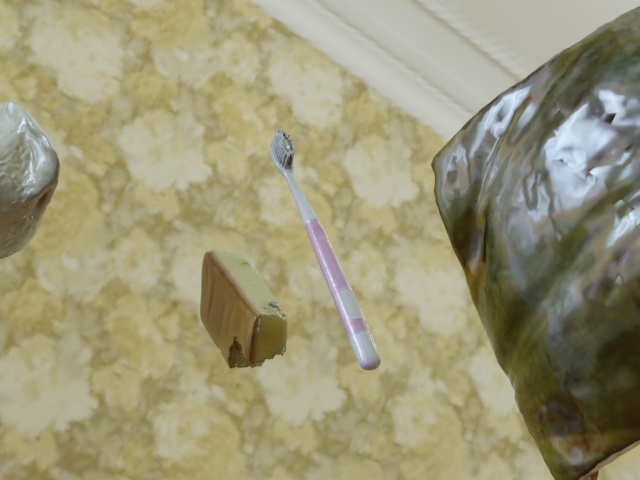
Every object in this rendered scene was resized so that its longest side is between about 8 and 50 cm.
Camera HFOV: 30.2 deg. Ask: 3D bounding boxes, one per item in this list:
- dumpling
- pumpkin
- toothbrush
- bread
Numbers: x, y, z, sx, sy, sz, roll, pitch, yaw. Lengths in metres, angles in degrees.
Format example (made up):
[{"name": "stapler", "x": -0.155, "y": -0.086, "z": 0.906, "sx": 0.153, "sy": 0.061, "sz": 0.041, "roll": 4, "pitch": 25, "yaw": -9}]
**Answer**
[{"name": "dumpling", "x": -0.353, "y": -0.064, "z": 1.211, "sx": 0.126, "sy": 0.166, "sz": 0.216, "roll": 4, "pitch": -30, "yaw": -35}, {"name": "pumpkin", "x": 0.230, "y": 0.001, "z": 0.673, "sx": 0.256, "sy": 0.225, "sz": 0.303, "roll": -40, "pitch": -24, "yaw": 26}, {"name": "toothbrush", "x": 0.000, "y": 0.000, "z": 1.051, "sx": 0.020, "sy": 0.286, "sz": 0.025, "roll": -5, "pitch": -43, "yaw": -21}, {"name": "bread", "x": -0.083, "y": 0.079, "z": 1.247, "sx": 0.049, "sy": 0.088, "sz": 0.226, "roll": 3, "pitch": 16, "yaw": -18}]
